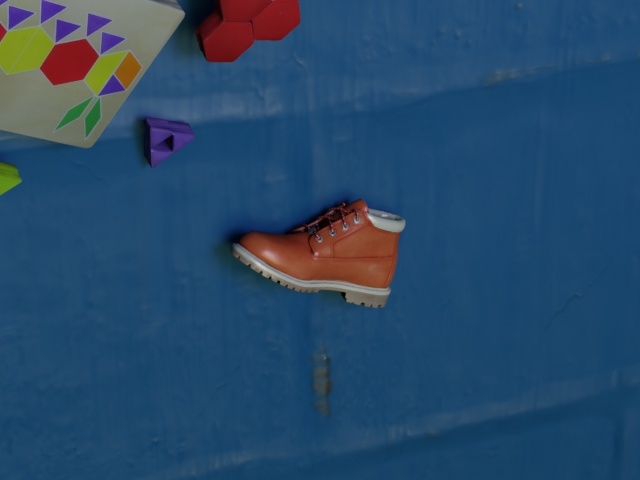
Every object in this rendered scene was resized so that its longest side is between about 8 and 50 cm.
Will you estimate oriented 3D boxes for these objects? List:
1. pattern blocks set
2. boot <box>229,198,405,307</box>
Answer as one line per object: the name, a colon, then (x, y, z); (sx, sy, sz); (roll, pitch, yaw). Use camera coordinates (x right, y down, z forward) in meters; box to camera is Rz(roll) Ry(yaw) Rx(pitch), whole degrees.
pattern blocks set: (-0.191, -0.130, 1.126); (0.285, 0.026, 0.325); (-45, 144, 19)
boot: (0.000, 0.000, 1.326); (0.158, 0.059, 0.085); (10, 108, -37)
